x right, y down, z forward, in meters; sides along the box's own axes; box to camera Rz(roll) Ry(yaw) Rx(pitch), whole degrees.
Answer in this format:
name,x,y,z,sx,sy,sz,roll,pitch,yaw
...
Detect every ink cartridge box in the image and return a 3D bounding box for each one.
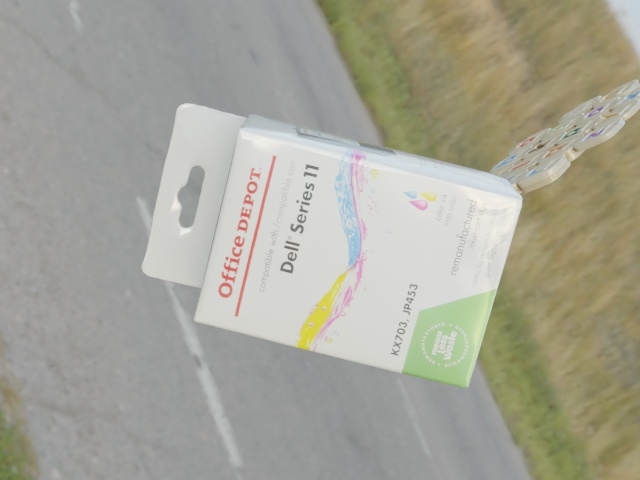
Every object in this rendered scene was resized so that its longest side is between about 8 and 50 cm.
name,x,y,z,sx,sy,sz,roll,pitch,yaw
ink cartridge box,0.000,0.000,1.219,0.119,0.354,0.207,-80,-176,-77

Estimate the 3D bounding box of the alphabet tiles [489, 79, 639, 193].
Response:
name,x,y,z,sx,sy,sz,roll,pitch,yaw
alphabet tiles,0.350,-0.141,1.743,0.284,0.278,0.021,-42,102,-38
